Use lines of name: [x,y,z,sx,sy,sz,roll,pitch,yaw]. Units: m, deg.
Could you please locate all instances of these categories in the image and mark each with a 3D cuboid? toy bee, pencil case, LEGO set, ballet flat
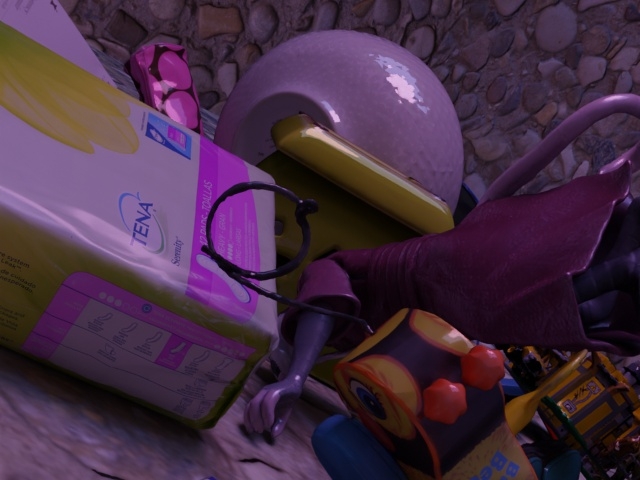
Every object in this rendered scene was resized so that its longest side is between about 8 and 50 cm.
toy bee: [0.053,0.108,0.529,0.298,0.195,0.162,35,-15,-17]
pencil case: [-0.191,-0.144,1.233,0.098,0.095,0.209,3,68,-55]
LEGO set: [0.349,0.177,0.990,0.331,0.192,0.255,52,-1,-5]
ballet flat: [0.173,0.213,0.877,0.074,0.074,0.203,35,14,26]

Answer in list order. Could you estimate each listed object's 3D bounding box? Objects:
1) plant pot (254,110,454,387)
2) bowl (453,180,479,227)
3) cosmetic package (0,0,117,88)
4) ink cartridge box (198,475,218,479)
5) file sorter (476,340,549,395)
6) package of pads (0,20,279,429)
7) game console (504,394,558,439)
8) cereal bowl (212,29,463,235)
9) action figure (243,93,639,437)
plant pot: [0.000,0.000,1.011,0.228,0.207,0.227,30,8,-9]
bowl: [0.110,-0.056,1.683,0.391,0.077,0.391,16,36,-12]
cosmetic package: [-0.313,-0.200,1.020,0.117,0.085,0.231,-82,150,-42]
ink cartridge box: [-0.050,0.160,0.240,0.175,0.069,0.371,33,9,17]
file sorter: [0.228,0.139,1.249,0.118,0.105,0.170,0,-5,25]
package of pads: [-0.169,-0.023,0.645,0.296,0.101,0.229,28,27,-19]
game console: [0.277,0.242,1.310,0.124,0.085,0.144,1,-5,20]
cereal bowl: [-0.006,-0.095,1.205,0.339,0.339,0.141,35,20,28]
action figure: [0.084,0.032,0.776,0.370,0.276,0.248,-10,-22,31]
